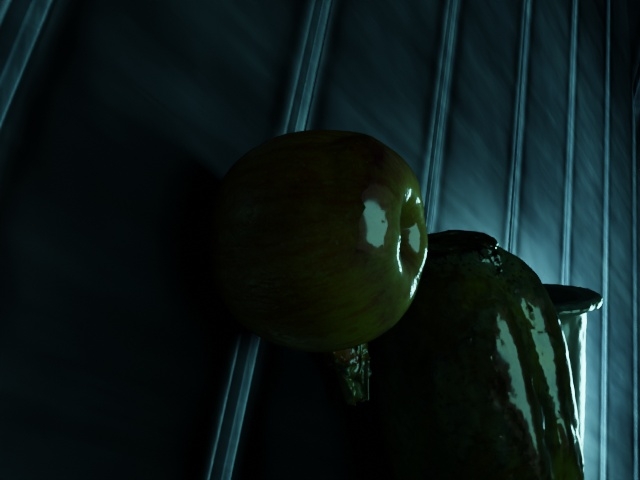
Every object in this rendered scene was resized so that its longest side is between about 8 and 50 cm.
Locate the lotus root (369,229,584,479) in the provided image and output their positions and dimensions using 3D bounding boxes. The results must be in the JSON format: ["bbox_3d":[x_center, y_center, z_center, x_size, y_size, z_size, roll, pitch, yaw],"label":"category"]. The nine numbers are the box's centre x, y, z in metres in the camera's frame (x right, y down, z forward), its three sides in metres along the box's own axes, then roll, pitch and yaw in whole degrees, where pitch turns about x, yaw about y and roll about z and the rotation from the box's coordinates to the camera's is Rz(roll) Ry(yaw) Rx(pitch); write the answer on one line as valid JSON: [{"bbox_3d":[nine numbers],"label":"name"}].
[{"bbox_3d":[0.175,0.164,1.225,0.250,0.250,0.346,-23,105,-63],"label":"lotus root"}]

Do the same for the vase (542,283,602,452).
[{"bbox_3d":[0.269,0.215,1.441,0.245,0.245,0.291,-13,104,-64],"label":"vase"}]

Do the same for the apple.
[{"bbox_3d":[0.000,0.000,0.963,0.211,0.187,0.211,-3,90,-65],"label":"apple"}]

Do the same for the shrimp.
[{"bbox_3d":[0.015,0.079,1.128,0.115,0.051,0.217,-18,101,-57],"label":"shrimp"}]
